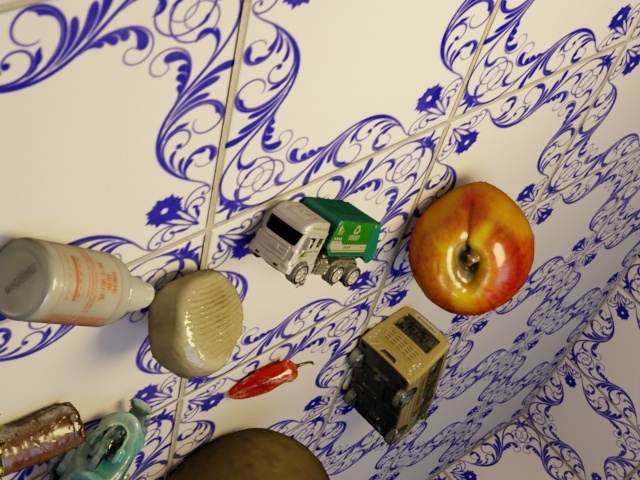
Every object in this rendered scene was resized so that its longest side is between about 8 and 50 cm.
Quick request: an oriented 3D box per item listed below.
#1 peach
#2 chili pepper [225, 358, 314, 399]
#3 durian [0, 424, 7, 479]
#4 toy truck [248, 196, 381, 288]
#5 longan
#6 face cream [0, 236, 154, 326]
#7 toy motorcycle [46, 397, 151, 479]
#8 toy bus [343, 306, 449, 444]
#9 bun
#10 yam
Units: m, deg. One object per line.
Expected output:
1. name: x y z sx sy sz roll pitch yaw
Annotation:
1. peach: 0.293 0.014 1.873 0.281 0.238 0.280 8 90 -78
2. chili pepper: -0.103 0.276 1.942 0.191 0.050 0.059 -20 153 -16
3. durian: -0.561 0.333 1.241 0.394 0.163 0.198 -31 152 -8
4. toy truck: 0.000 0.000 1.564 0.253 0.114 0.124 5 115 -58
5. longan: -0.163 0.577 2.030 0.405 0.336 0.404 -30 -168 7
6. face cream: -0.296 0.061 1.232 0.101 0.101 0.252 -47 155 13
7. toy motorcycle: -0.369 0.381 1.630 0.260 0.154 0.206 -58 175 24
8. toy bus: 0.186 0.329 2.309 0.202 0.177 0.365 -37 155 -24
9. bun: -0.198 0.127 1.466 0.113 0.166 0.173 -4 163 28
10. yam: -0.431 0.299 1.468 0.141 0.079 0.079 -19 148 -38
